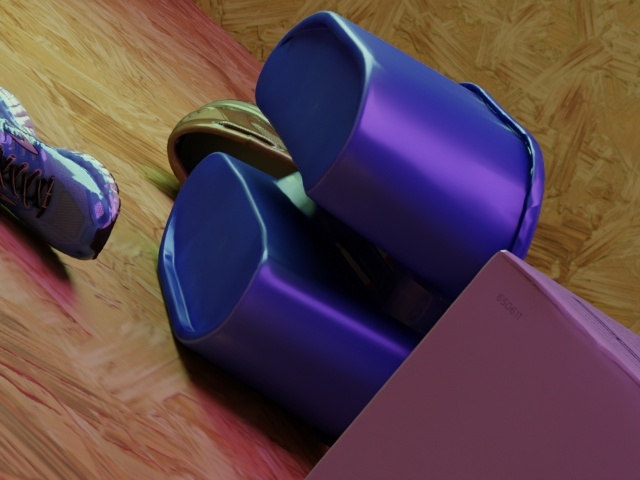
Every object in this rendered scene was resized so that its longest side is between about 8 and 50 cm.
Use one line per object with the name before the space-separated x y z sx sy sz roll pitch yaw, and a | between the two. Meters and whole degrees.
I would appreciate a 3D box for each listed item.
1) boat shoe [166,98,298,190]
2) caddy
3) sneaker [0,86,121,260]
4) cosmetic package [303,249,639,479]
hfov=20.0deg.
boat shoe | 0.000 0.000 1.517 0.324 0.122 0.120 33 13 10
caddy | 0.028 -0.005 1.212 0.179 0.241 0.341 32 11 -19
sneaker | -0.191 -0.039 1.107 0.162 0.063 0.073 36 20 27
cosmetic package | 0.089 0.157 0.677 0.225 0.224 0.138 31 13 -47
